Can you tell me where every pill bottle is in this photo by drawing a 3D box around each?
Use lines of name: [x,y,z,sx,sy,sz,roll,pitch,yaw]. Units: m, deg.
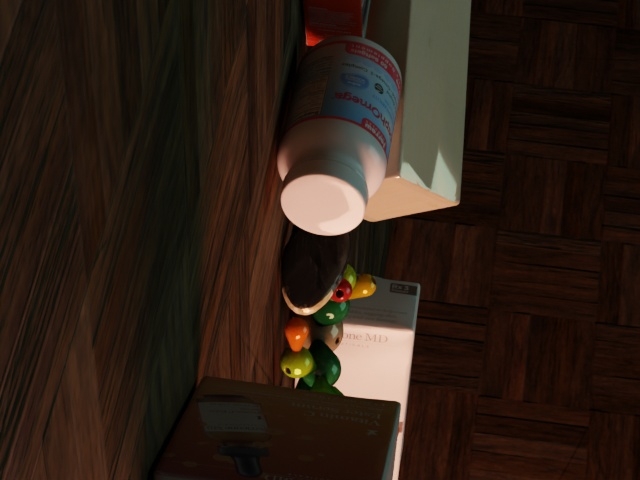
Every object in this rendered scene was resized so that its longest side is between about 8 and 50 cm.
pill bottle: [0.013,-0.082,1.567,0.087,0.087,0.160,92,6,-45]

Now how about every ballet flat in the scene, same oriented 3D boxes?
ballet flat: [0.000,0.000,1.719,0.049,0.057,0.173,96,4,-48]

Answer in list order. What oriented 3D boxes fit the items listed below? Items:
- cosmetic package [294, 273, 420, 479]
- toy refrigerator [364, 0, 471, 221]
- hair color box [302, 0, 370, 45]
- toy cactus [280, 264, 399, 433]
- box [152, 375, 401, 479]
cosmetic package: [0.032,0.148,1.993,0.085,0.117,0.231,-79,173,-51]
toy refrigerator: [0.066,-0.160,1.712,0.094,0.102,0.269,22,65,-44]
hair color box: [0.016,-0.230,1.599,0.167,0.053,0.093,81,17,-70]
toy cactus: [0.009,0.099,1.802,0.180,0.112,0.219,-98,-175,-61]
box: [-0.025,0.156,1.175,0.170,0.130,0.091,-69,166,-74]
